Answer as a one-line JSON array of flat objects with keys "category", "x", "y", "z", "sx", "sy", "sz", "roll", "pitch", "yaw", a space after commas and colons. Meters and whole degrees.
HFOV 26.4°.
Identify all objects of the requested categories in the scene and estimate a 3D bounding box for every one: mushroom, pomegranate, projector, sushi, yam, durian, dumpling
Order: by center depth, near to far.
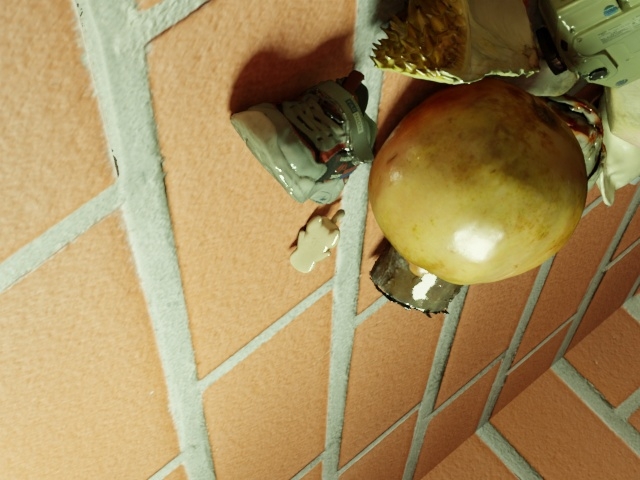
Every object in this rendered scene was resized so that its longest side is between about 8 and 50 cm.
[{"category": "durian", "x": 0.137, "y": -0.197, "z": 1.351, "sx": 0.144, "sy": 0.139, "sz": 0.252, "roll": -46, "pitch": 162, "yaw": 20}, {"category": "pomegranate", "x": 0.176, "y": -0.055, "z": 1.600, "sx": 0.252, "sy": 0.229, "sz": 0.270, "roll": -16, "pitch": 152, "yaw": -53}, {"category": "projector", "x": 0.361, "y": -0.264, "z": 1.643, "sx": 0.193, "sy": 0.088, "sz": 0.269, "roll": -25, "pitch": 158, "yaw": 20}, {"category": "mushroom", "x": 0.265, "y": -0.213, "z": 1.726, "sx": 0.202, "sy": 0.054, "sz": 0.059, "roll": -8, "pitch": 135, "yaw": -52}, {"category": "yam", "x": 0.184, "y": -0.025, "z": 1.827, "sx": 0.131, "sy": 0.131, "sz": 0.279, "roll": -14, "pitch": 143, "yaw": -56}, {"category": "sushi", "x": 0.331, "y": -0.121, "z": 1.930, "sx": 0.130, "sy": 0.124, "sz": 0.332, "roll": -53, "pitch": 161, "yaw": -2}, {"category": "dumpling", "x": 0.464, "y": -0.176, "z": 2.119, "sx": 0.216, "sy": 0.126, "sz": 0.166, "roll": -42, "pitch": 141, "yaw": -14}]

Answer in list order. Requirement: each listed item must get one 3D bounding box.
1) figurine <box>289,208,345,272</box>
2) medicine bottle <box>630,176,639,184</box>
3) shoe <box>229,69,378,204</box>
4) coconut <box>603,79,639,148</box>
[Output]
[{"category": "figurine", "x": 0.000, "y": 0.000, "z": 1.645, "sx": 0.083, "sy": 0.047, "sz": 0.050, "roll": -49, "pitch": 171, "yaw": 30}, {"category": "medicine bottle", "x": 0.589, "y": -0.197, "z": 2.349, "sx": 0.216, "sy": 0.090, "sz": 0.090, "roll": -53, "pitch": 159, "yaw": 26}, {"category": "shoe", "x": 0.004, "y": -0.106, "z": 1.321, "sx": 0.125, "sy": 0.099, "sz": 0.227, "roll": -39, "pitch": 168, "yaw": 11}, {"category": "coconut", "x": 0.520, "y": -0.234, "z": 1.951, "sx": 0.237, "sy": 0.237, "sz": 0.197, "roll": -52, "pitch": -169, "yaw": 22}]
